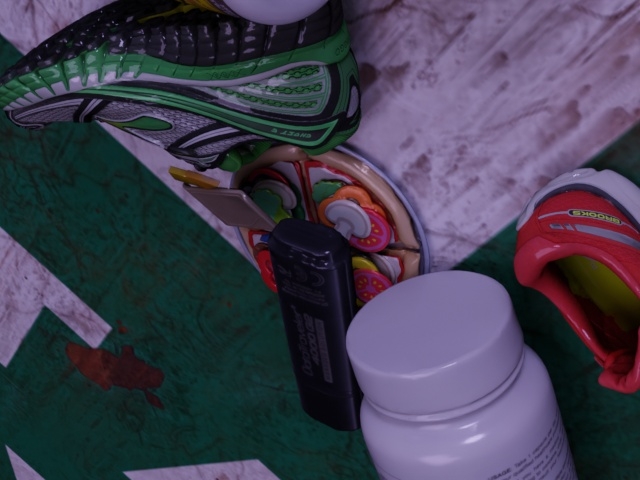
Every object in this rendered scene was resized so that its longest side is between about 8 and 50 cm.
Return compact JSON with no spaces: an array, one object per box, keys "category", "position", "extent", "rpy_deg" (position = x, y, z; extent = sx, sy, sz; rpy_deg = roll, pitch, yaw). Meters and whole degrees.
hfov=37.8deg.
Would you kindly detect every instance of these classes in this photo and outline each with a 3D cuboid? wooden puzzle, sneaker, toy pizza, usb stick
[{"category":"wooden puzzle","position":[-0.072,-0.029,0.786],"extent":[0.078,0.014,0.116],"rpy_deg":[14,160,29]},{"category":"sneaker","position":[0.241,0.076,0.657],"extent":[0.279,0.118,0.107],"rpy_deg":[40,137,0]},{"category":"toy pizza","position":[0.000,0.000,0.825],"extent":[0.201,0.032,0.201],"rpy_deg":[19,133,22]},{"category":"sneaker","position":[-0.126,-0.112,0.748],"extent":[0.343,0.134,0.146],"rpy_deg":[2,126,33]},{"category":"usb stick","position":[0.003,0.086,0.848],"extent":[0.077,0.045,0.278],"rpy_deg":[20,145,23]}]

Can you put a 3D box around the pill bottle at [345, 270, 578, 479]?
[{"category":"pill bottle","position":[0.127,0.177,0.788],"extent":[0.160,0.160,0.283],"rpy_deg":[0,124,34]}]

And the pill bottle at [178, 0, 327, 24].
[{"category":"pill bottle","position":[-0.084,-0.217,0.622],"extent":[0.215,0.117,0.117],"rpy_deg":[26,139,43]}]
